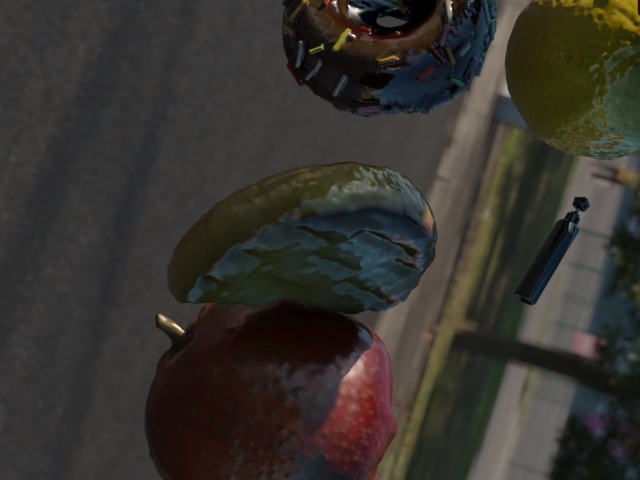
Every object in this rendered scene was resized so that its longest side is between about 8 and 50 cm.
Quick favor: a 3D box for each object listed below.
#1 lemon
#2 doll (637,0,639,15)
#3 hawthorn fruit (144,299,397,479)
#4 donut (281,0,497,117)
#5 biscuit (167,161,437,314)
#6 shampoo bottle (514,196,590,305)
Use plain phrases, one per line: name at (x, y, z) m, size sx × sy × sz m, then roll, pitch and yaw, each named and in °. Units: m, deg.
lemon at (0.449, -0.280, 2.554) m, size 0.336 × 0.336 × 0.336 m, roll 17°, pitch 90°, yaw -79°
doll at (0.383, -0.349, 1.881) m, size 0.169 × 0.057 × 0.109 m, roll -66°, pitch 147°, yaw -44°
hawthorn fruit at (-0.057, 0.174, 1.701) m, size 0.275 × 0.299 × 0.275 m, roll -52°, pitch -177°, yaw 4°
donut at (0.079, -0.268, 1.935) m, size 0.103 × 0.269 × 0.270 m, roll 80°, pitch 29°, yaw -59°
biscuit at (0.000, -0.001, 1.572) m, size 0.274 × 0.091 × 0.213 m, roll 13°, pitch 139°, yaw -43°
shampoo bottle at (0.264, 0.011, 1.845) m, size 0.137 × 0.027 × 0.048 m, roll -57°, pitch -172°, yaw -15°
